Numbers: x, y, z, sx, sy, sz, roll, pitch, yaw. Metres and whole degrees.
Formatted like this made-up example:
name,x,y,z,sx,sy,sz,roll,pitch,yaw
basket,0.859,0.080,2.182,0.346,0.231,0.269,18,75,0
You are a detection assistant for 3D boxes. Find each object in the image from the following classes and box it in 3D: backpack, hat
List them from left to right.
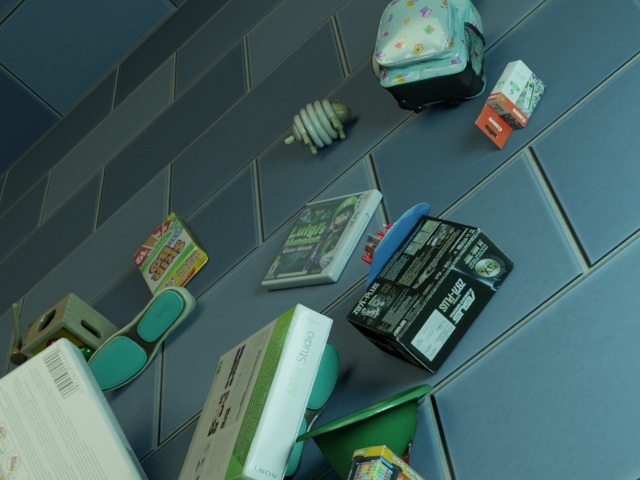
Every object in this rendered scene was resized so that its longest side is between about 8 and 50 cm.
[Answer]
name,x,y,z,sx,sy,sz,roll,pitch,yaw
hat,0.078,0.288,1.494,0.173,0.184,0.208,-27,-8,38
backpack,0.174,-0.320,2.014,0.165,0.144,0.188,-11,52,30

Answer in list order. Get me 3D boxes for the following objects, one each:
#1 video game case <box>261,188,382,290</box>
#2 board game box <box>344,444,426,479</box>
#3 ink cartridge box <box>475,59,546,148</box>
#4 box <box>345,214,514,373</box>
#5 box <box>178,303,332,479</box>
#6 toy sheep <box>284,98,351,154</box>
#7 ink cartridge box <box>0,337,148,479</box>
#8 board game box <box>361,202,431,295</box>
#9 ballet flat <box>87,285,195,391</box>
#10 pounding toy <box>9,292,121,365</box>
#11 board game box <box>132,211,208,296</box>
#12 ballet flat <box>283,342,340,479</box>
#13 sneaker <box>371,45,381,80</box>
name,x,y,z,sx,sy,sz,roll,pitch,yaw
video game case,0.000,0.000,2.031,0.190,0.022,0.173,-10,44,53
board game box,0.082,0.311,1.273,0.048,0.170,0.141,-20,38,43
ink cartridge box,0.274,-0.196,1.821,0.029,0.063,0.115,-7,47,58
box,0.140,0.066,1.642,0.180,0.077,0.147,-53,25,-10
box,-0.097,0.232,1.673,0.322,0.058,0.232,-39,30,63
toy sheep,-0.006,-0.205,2.263,0.132,0.091,0.091,-25,28,5
ink cartridge box,-0.429,0.338,1.929,0.261,0.066,0.296,-33,62,-2
board game box,0.091,0.013,1.721,0.133,0.033,0.169,-39,-27,-38
ballet flat,-0.316,0.174,2.243,0.248,0.086,0.086,-42,25,10
pounding toy,-0.519,0.197,2.393,0.206,0.181,0.094,-35,28,27
board game box,-0.292,0.034,2.444,0.124,0.039,0.259,-48,27,2
ballet flat,-0.036,0.231,1.703,0.074,0.074,0.203,-12,48,52
sneaker,0.214,-0.376,2.169,0.124,0.107,0.283,18,72,48
